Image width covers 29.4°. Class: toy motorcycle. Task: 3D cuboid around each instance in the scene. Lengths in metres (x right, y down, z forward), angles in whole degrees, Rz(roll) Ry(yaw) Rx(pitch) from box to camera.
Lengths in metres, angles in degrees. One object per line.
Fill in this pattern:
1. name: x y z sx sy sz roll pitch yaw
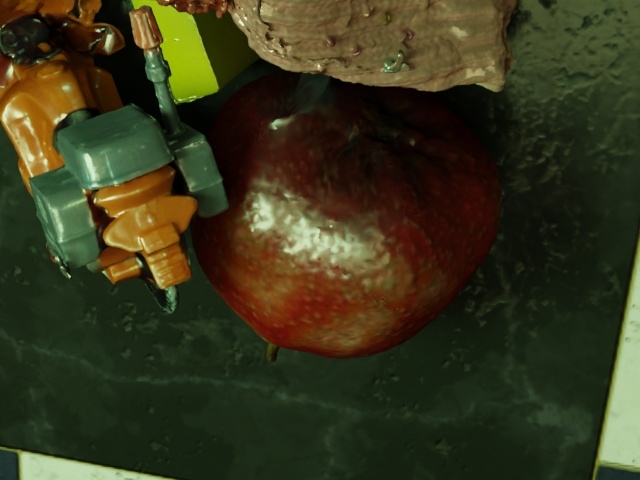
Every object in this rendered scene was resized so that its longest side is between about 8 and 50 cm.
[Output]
1. toy motorcycle: -0.179 -0.079 0.914 0.147 0.325 0.221 -25 118 -18

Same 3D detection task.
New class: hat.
1. hat: 0.007 -0.212 0.841 0.286 0.107 0.237 -7 91 -17

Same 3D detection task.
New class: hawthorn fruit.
1. hawthorn fruit: 0.000 0.000 0.943 0.230 0.210 0.266 27 119 -4

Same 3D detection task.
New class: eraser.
1. eraser: -0.091 -0.170 0.938 0.045 0.122 0.097 -13 109 21
